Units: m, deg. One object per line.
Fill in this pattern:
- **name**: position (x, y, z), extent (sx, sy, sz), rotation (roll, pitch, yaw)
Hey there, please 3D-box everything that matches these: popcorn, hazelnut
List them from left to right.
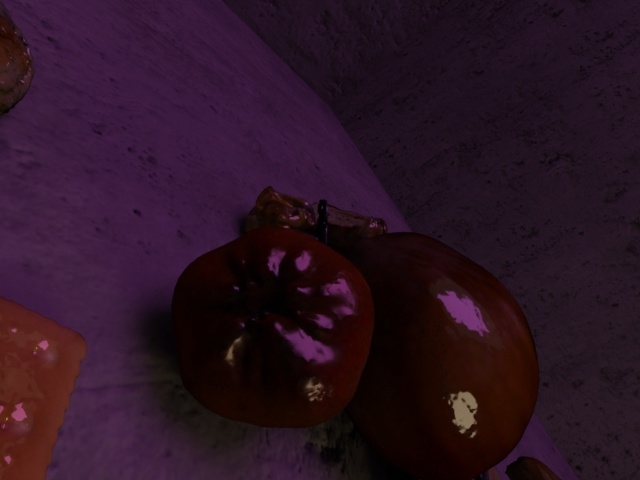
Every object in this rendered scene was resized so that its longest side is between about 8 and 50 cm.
- **popcorn**: position (-0.078, -0.033, 0.857), extent (0.125, 0.126, 0.145), rotation (36, 32, 15)
- **hazelnut**: position (0.153, 0.164, 0.704), extent (0.366, 0.365, 0.366), rotation (46, 18, -20)

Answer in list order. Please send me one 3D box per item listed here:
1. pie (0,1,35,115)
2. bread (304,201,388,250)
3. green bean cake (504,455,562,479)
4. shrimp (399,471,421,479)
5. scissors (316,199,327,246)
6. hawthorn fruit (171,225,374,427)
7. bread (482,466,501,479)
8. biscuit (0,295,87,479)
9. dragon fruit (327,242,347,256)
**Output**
- **pie**: position (-0.409, -0.227, 0.415), extent (0.308, 0.085, 0.308), rotation (47, 17, -19)
- **bread**: position (0.041, -0.031, 1.037), extent (0.231, 0.088, 0.128), rotation (17, 19, 35)
- **green bean cake**: position (0.235, 0.424, 0.566), extent (0.124, 0.236, 0.233), rotation (42, 22, -39)
- **shrimp**: position (0.168, 0.375, 0.760), extent (0.232, 0.079, 0.090), rotation (3, 90, -65)
- **scissors**: position (0.000, 0.000, 0.947), extent (0.300, 0.022, 0.109), rotation (104, -13, -77)
- **hawthorn fruit**: position (-0.043, 0.110, 0.530), extent (0.224, 0.224, 0.261), rotation (62, -2, 27)
- **bread**: position (0.400, 0.598, 0.992), extent (0.112, 0.036, 0.193), rotation (18, 43, -58)
- **biscuit**: position (-0.237, 0.122, 0.268), extent (0.160, 0.030, 0.250), rotation (42, 20, -32)
- **dragon fruit**: position (0.075, 0.078, 1.088), extent (0.191, 0.094, 0.094), rotation (60, 17, -3)
